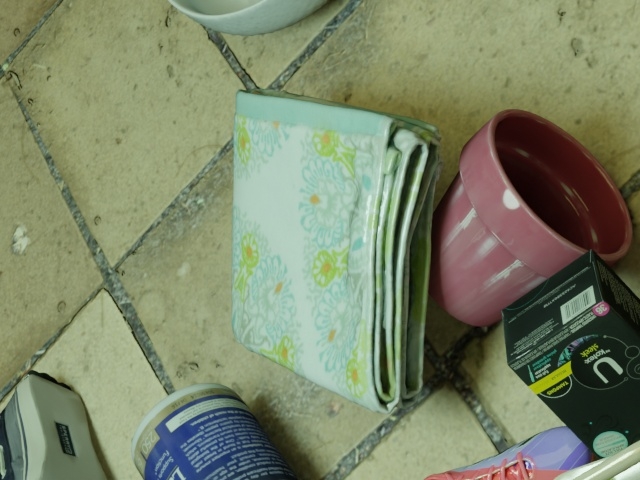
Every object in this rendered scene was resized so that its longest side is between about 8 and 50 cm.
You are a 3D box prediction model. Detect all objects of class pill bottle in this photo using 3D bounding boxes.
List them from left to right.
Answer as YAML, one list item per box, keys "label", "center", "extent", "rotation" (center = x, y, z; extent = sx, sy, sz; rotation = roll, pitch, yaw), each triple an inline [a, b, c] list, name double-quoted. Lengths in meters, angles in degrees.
- label: "pill bottle"
  center: [-0.100, 0.301, 1.735]
  extent: [0.153, 0.153, 0.264]
  rotation: [-51, 49, 11]

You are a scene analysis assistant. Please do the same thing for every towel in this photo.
- label: "towel"
  center: [0.000, 0.000, 1.701]
  extent: [0.374, 0.090, 0.320]
  rotation: [21, 109, 58]

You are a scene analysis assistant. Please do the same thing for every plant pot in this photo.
- label: "plant pot"
  center: [0.203, -0.009, 1.609]
  extent: [0.180, 0.201, 0.201]
  rotation: [-47, 48, 34]

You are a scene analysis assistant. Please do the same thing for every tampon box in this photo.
- label: "tampon box"
  center: [0.277, 0.116, 1.486]
  extent: [0.120, 0.161, 0.101]
  rotation: [-38, 21, 22]

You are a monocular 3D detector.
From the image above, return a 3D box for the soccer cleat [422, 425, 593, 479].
- label: "soccer cleat"
  center: [0.171, 0.261, 1.561]
  extent: [0.248, 0.095, 0.083]
  rotation: [-32, 56, 33]

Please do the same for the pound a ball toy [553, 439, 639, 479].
- label: "pound a ball toy"
  center: [0.329, 0.249, 1.373]
  extent: [0.319, 0.208, 0.135]
  rotation: [-25, 72, 28]

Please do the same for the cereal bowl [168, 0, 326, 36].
- label: "cereal bowl"
  center: [-0.058, -0.421, 2.012]
  extent: [0.339, 0.141, 0.338]
  rotation: [-15, 63, 33]

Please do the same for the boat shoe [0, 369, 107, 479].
- label: "boat shoe"
  center: [-0.369, 0.336, 1.952]
  extent: [0.158, 0.127, 0.340]
  rotation: [-49, 32, 19]
